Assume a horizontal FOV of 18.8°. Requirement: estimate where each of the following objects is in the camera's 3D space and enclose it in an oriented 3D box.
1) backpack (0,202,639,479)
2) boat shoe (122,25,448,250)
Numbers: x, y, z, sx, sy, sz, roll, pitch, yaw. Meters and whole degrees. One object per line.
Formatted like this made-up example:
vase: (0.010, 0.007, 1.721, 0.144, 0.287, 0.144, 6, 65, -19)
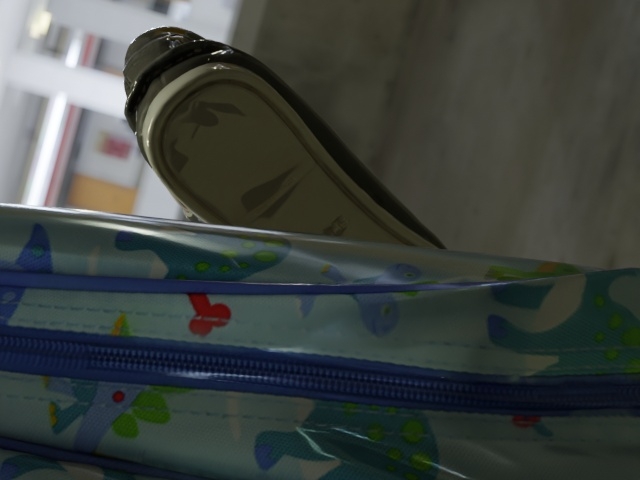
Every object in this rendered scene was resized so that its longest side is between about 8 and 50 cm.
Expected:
backpack: (-0.043, 0.106, 0.567, 0.273, 0.356, 0.290, -67, -21, -11)
boat shoe: (0.000, 0.000, 1.124, 0.112, 0.335, 0.095, -37, 36, 3)
